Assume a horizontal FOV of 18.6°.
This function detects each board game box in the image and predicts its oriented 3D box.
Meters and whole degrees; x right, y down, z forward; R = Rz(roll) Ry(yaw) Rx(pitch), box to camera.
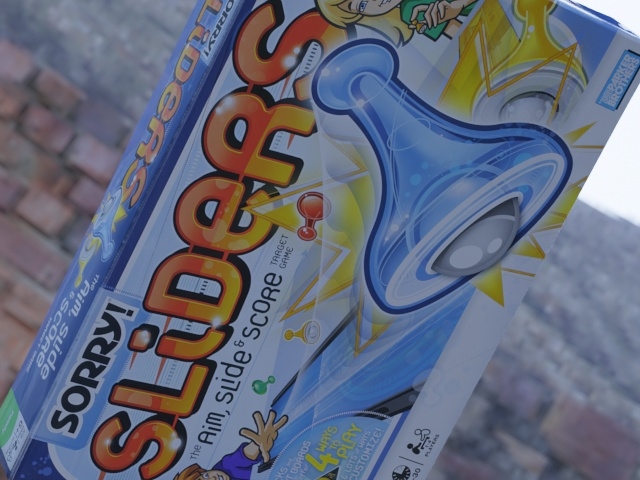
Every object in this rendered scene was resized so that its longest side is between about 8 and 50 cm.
[{"bbox_3d":[0.000,0.000,0.611,0.136,0.201,0.035,20,15,-27],"label":"board game box"}]
